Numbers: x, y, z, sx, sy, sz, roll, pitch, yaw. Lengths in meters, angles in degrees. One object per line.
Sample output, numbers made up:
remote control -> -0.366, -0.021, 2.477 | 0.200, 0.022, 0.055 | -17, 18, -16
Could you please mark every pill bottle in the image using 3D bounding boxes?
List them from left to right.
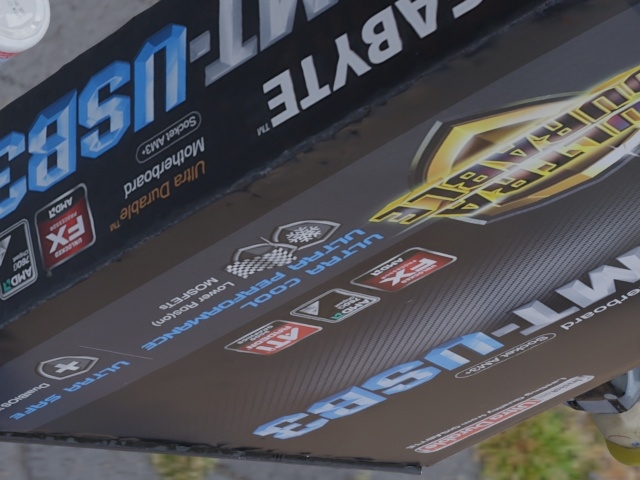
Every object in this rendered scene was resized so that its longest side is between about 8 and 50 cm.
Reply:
pill bottle -> -0.312, -0.185, 1.530 | 0.087, 0.160, 0.087 | 14, 68, -38

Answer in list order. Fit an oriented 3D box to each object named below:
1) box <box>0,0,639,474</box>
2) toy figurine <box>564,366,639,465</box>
box -> 0.046, -0.010, 0.564 | 0.293, 0.295, 0.073 | 14, 54, -49
toy figurine -> 0.195, 0.004, 1.071 | 0.209, 0.213, 0.148 | -44, 129, 6
